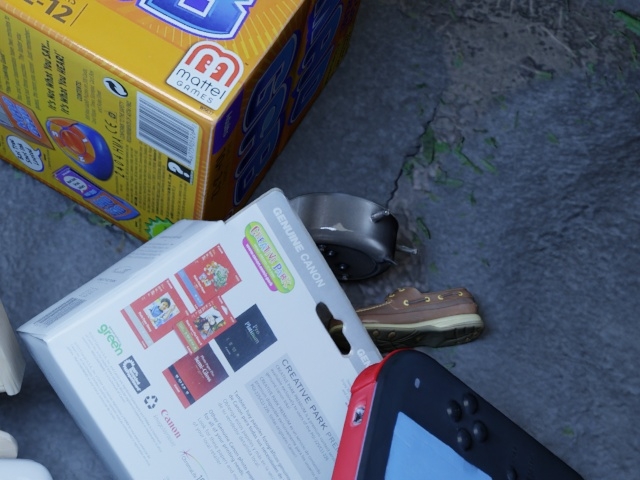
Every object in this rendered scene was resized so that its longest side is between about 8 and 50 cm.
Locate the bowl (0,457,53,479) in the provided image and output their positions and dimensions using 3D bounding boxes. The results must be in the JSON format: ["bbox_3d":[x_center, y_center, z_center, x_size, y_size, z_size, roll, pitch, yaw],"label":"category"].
[{"bbox_3d":[-0.320,0.259,1.273,0.142,0.142,0.053,1,46,-5],"label":"bowl"}]

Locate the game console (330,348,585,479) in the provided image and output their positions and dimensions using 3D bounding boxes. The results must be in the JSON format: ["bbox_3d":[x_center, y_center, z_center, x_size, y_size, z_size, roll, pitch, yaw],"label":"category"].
[{"bbox_3d":[0.132,0.326,1.222,0.342,0.060,0.386,36,50,-26],"label":"game console"}]

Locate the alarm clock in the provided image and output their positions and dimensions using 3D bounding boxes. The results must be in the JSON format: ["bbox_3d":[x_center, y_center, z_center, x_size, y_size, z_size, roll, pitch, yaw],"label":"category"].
[{"bbox_3d":[0.000,0.000,1.437,0.192,0.129,0.064,2,66,24],"label":"alarm clock"}]

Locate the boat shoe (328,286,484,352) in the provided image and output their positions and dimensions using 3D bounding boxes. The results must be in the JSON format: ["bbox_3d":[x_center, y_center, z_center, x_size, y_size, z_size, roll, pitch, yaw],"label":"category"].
[{"bbox_3d":[0.091,0.084,1.442,0.178,0.064,0.060,-3,62,-16],"label":"boat shoe"}]

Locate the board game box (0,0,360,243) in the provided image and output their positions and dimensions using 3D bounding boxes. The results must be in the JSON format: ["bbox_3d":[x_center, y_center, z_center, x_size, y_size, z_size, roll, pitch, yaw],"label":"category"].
[{"bbox_3d":[-0.180,-0.254,1.388,0.356,0.356,0.356,30,66,5],"label":"board game box"}]

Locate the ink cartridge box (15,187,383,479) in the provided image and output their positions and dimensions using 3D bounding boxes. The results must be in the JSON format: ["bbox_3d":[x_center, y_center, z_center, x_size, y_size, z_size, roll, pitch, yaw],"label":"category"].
[{"bbox_3d":[-0.091,0.143,1.284,0.272,0.130,0.309,-35,104,-20],"label":"ink cartridge box"}]

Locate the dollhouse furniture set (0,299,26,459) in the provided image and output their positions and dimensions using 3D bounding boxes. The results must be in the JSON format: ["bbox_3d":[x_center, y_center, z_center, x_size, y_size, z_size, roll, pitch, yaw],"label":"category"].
[{"bbox_3d":[-0.371,0.012,1.328,0.174,0.303,0.355,-6,39,4],"label":"dollhouse furniture set"}]
